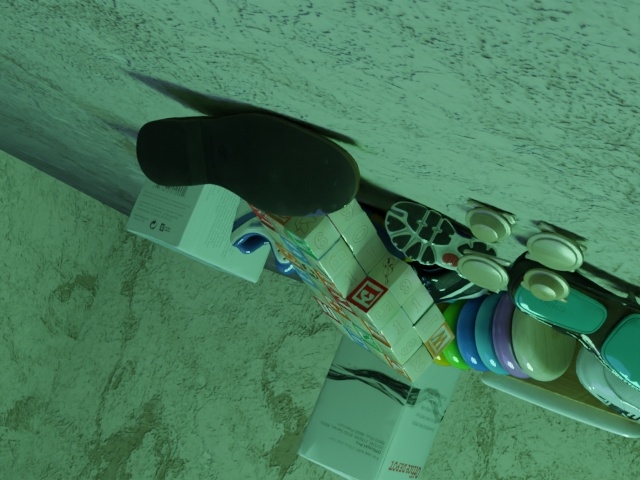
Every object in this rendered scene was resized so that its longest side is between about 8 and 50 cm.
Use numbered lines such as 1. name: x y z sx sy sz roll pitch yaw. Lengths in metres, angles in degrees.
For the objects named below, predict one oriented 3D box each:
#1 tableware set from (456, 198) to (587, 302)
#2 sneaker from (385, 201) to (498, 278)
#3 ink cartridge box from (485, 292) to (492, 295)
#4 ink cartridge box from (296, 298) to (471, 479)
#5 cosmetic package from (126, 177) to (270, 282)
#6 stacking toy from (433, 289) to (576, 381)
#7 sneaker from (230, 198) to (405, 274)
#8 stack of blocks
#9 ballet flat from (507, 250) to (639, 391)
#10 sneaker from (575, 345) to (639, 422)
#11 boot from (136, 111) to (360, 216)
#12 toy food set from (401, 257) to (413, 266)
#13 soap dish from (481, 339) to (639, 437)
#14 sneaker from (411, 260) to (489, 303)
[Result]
1. tableware set: 0.225 0.020 1.371 0.141 0.020 0.169 20 150 14
2. sneaker: 0.147 0.001 1.554 0.170 0.068 0.071 29 -175 -27
3. ink cartridge box: 0.382 0.177 2.144 0.219 0.093 0.160 20 175 23
4. ink cartridge box: 0.137 0.243 2.176 0.166 0.395 0.285 20 173 22
5. cosmetic package: -0.180 -0.042 1.945 0.151 0.151 0.183 18 173 46
6. stacking toy: 0.210 0.136 1.813 0.330 0.141 0.141 -3 158 42
7. sneaker: 0.000 0.000 1.769 0.296 0.131 0.112 17 171 33
8. stack of blocks: 0.043 0.041 1.577 0.171 0.087 0.297 32 163 44
9. ballet flat: 0.353 0.093 1.497 0.280 0.095 0.096 34 -154 -13
10. sneaker: 0.524 0.194 1.579 0.365 0.137 0.210 17 172 9
11. boot: -0.065 -0.101 1.389 0.305 0.112 0.115 13 -160 36
12. toy food set: 0.116 0.062 1.880 0.218 0.071 0.128 11 167 -43
13. soap dish: 0.415 0.198 1.857 0.290 0.118 0.229 17 -170 37
14. sneaker: 0.132 0.055 1.738 0.216 0.079 0.121 -20 152 18
